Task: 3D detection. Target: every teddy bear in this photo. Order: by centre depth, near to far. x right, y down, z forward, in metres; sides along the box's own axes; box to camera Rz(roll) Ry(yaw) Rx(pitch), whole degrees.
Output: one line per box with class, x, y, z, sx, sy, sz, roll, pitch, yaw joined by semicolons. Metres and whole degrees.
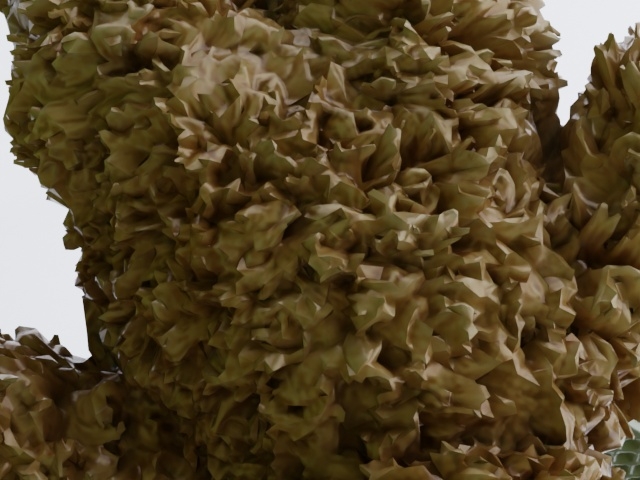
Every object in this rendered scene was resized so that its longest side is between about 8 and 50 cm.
teddy bear;0.000;0.000;0.482;0.245;0.338;0.113;8;-24;-5

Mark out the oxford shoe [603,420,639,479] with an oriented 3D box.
oxford shoe;0.070;0.033;0.931;0.169;0.130;0.449;-27;-40;23
